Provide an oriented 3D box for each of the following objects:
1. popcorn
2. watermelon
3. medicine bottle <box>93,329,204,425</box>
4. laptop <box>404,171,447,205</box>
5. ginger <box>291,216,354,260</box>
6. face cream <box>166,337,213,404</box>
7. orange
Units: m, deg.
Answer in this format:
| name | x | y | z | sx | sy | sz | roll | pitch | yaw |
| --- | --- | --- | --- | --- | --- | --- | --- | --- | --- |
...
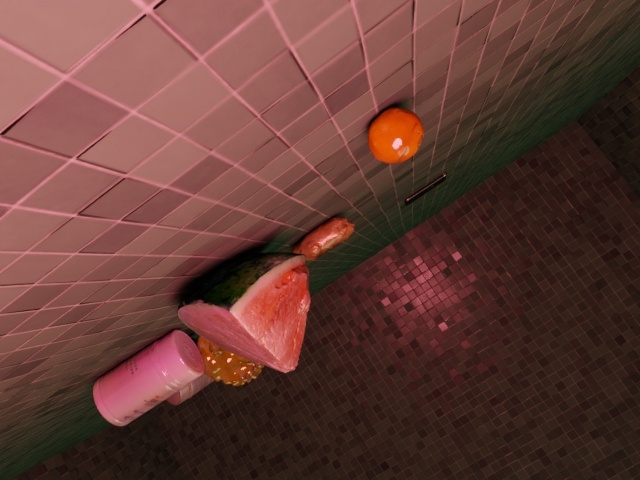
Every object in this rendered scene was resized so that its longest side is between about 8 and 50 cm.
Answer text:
| name | x | y | z | sx | sy | sz | roll | pitch | yaw |
| --- | --- | --- | --- | --- | --- | --- | --- | --- | --- |
| popcorn | -0.274 | 0.345 | 1.405 | 0.249 | 0.249 | 0.225 | -31 | -156 | -14 |
| watermelon | -0.142 | 0.121 | 0.924 | 0.292 | 0.319 | 0.222 | 8 | -122 | 42 |
| medicine bottle | -0.466 | 0.373 | 1.197 | 0.254 | 0.152 | 0.152 | -32 | 171 | 0 |
| laptop | 0.393 | -0.190 | 1.633 | 0.180 | 0.016 | 0.129 | -34 | 170 | 10 |
| ginger | 0.001 | 0.001 | 1.107 | 0.190 | 0.069 | 0.095 | -33 | 166 | 5 |
| face cream | -0.462 | 0.440 | 1.478 | 0.153 | 0.177 | 0.177 | -24 | 167 | -46 |
| orange | 0.110 | -0.154 | 0.639 | 0.083 | 0.083 | 0.083 | -32 | 171 | -6 |
